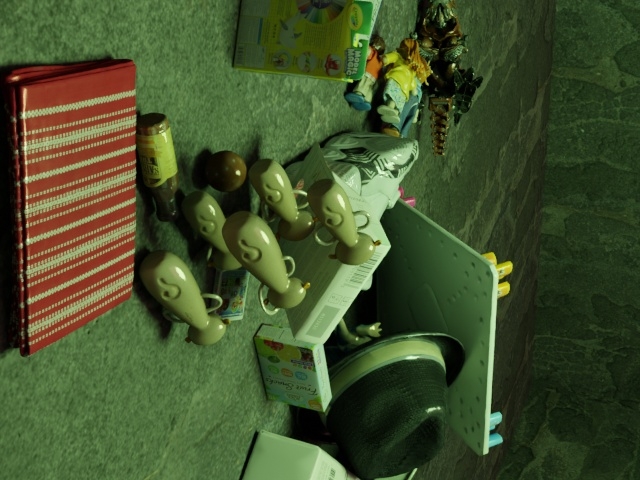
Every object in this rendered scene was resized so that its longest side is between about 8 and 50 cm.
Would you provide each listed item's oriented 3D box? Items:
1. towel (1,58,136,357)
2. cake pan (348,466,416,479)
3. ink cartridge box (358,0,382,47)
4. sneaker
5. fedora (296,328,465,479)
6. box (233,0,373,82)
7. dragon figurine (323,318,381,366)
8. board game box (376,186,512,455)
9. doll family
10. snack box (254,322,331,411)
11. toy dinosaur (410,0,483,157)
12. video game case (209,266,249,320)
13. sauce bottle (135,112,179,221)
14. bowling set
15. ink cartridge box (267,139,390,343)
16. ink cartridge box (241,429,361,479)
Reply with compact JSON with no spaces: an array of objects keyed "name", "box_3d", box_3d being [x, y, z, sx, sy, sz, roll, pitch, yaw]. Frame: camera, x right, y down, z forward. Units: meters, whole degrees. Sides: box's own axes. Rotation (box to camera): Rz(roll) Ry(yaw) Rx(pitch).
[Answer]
[{"name":"towel","box_3d":[-0.247,-0.042,0.948,0.199,0.031,0.274,-35,133,-63]},{"name":"cake pan","box_3d":[0.110,0.449,1.816,0.293,0.054,0.293,-54,-179,2]},{"name":"ink cartridge box","box_3d":[0.041,-0.498,1.399,0.330,0.071,0.324,55,49,-64]},{"name":"sneaker","box_3d":[0.048,-0.048,1.530,0.366,0.137,0.210,-34,132,-55]},{"name":"fedora","box_3d":[0.124,0.299,1.591,0.334,0.334,0.152,65,2,-55]},{"name":"box","box_3d":[-0.018,-0.262,1.206,0.043,0.179,0.105,-6,105,-67]},{"name":"dragon figurine","box_3d":[0.048,0.187,1.682,0.289,0.144,0.085,39,63,-43]},{"name":"board game box","box_3d":[0.219,0.137,1.752,0.050,0.390,0.389,-14,119,-22]},{"name":"doll family","box_3d":[0.147,-0.265,1.683,0.263,0.118,0.163,56,48,-59]},{"name":"snack box","box_3d":[-0.041,0.197,1.453,0.037,0.100,0.141,-57,149,-43]},{"name":"toy dinosaur","box_3d":[0.249,-0.329,1.885,0.218,0.164,0.322,-72,141,-62]},{"name":"video game case","box_3d":[-0.123,0.052,1.311,0.087,0.011,0.122,3,96,-68]},{"name":"sauce bottle","box_3d":[-0.183,-0.081,1.069,0.042,0.042,0.128,-51,143,-50]},{"name":"bowling set","box_3d":[-0.074,-0.015,1.170,0.199,0.287,0.154,-97,161,-48]},{"name":"ink cartridge box","box_3d":[0.000,0.000,1.276,0.181,0.056,0.224,-58,-150,29]},{"name":"ink cartridge box","box_3d":[-0.040,0.449,1.544,0.273,0.115,0.198,56,49,-60]}]
